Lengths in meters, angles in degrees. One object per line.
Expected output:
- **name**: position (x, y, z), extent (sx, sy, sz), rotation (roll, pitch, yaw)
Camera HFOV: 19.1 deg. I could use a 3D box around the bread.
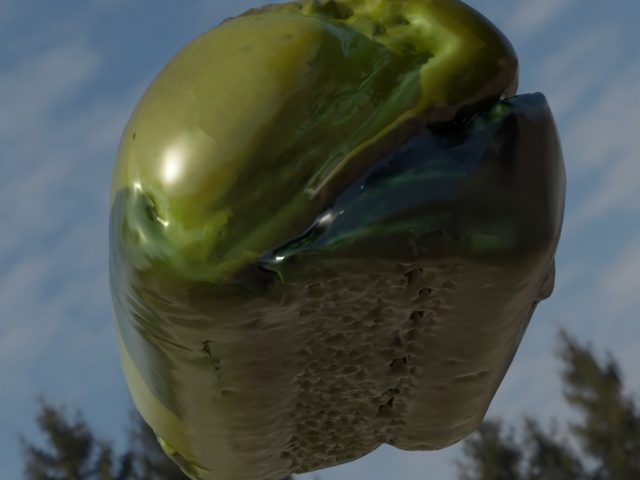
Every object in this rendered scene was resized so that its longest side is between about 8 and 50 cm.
- **bread**: position (0.000, 0.000, 1.095), extent (0.251, 0.208, 0.376), rotation (-11, -20, -7)
